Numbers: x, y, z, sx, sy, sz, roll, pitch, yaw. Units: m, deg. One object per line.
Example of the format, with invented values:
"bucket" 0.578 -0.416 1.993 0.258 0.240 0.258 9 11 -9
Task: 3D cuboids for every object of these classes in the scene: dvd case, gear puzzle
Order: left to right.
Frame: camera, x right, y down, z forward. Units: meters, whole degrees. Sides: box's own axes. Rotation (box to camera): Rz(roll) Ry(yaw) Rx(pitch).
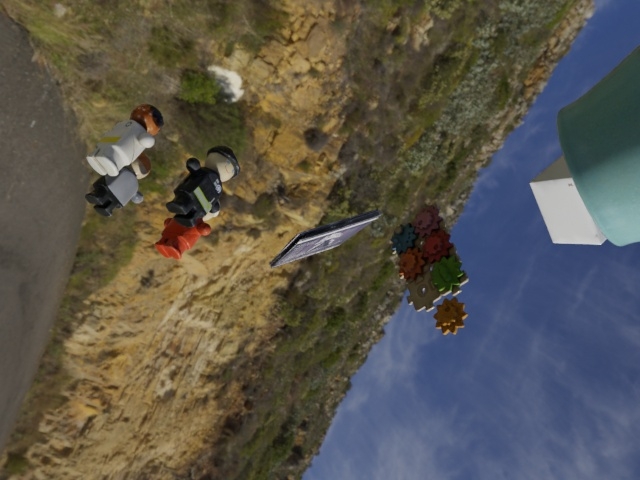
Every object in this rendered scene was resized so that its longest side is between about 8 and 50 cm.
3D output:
"dvd case" 0.000 0.000 0.904 0.018 0.164 0.221 69 -23 8
"gear puzzle" 0.257 0.074 1.127 0.175 0.044 0.339 -40 -135 33

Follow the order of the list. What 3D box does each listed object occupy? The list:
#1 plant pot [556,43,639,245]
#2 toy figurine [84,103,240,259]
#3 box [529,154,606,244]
"plant pot" 0.411 -0.118 0.489 0.255 0.271 0.272 -24 -138 40
"toy figurine" -0.254 -0.097 0.756 0.148 0.209 0.213 -61 -173 -33
"box" 0.473 -0.091 0.819 0.170 0.130 0.091 -34 -164 -22
